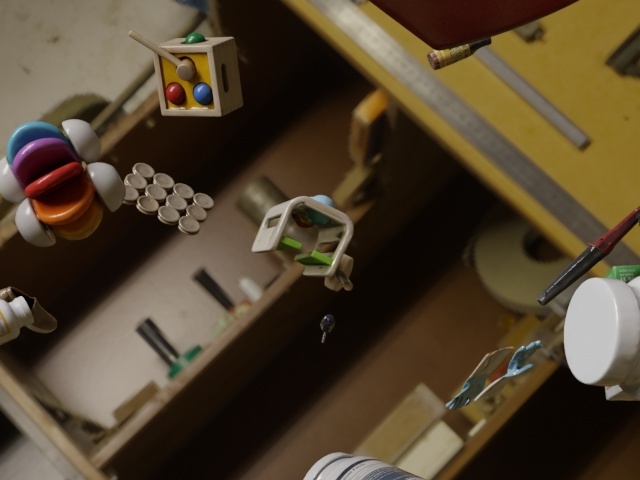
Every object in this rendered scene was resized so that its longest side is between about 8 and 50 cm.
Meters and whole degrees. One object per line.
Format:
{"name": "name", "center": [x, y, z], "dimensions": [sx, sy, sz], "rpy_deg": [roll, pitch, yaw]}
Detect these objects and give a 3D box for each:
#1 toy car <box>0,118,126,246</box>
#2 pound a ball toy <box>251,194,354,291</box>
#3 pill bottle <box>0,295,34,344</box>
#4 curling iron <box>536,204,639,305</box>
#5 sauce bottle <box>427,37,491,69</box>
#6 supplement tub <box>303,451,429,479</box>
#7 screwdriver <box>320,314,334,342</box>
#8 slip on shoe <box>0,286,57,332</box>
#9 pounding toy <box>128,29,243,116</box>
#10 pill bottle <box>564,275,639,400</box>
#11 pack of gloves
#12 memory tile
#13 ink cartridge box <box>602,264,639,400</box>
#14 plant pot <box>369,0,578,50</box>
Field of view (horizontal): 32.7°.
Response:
{"name": "toy car", "center": [-0.377, -0.092, 1.534], "dimensions": [0.159, 0.182, 0.136], "rpy_deg": [-30, -19, -3]}
{"name": "pound a ball toy", "center": [0.000, 0.000, 2.051], "dimensions": [0.136, 0.208, 0.319], "rpy_deg": [-66, 9, -5]}
{"name": "pill bottle", "center": [-0.333, 0.087, 1.095], "dimensions": [0.083, 0.043, 0.043], "rpy_deg": [-25, -19, -24]}
{"name": "curling iron", "center": [0.453, 0.010, 1.749], "dimensions": [0.274, 0.035, 0.068], "rpy_deg": [-37, -1, -4]}
{"name": "sauce bottle", "center": [0.274, -0.376, 2.144], "dimensions": [0.128, 0.042, 0.042], "rpy_deg": [-25, -14, -5]}
{"name": "supplement tub", "center": [0.107, 0.484, 1.879], "dimensions": [0.191, 0.191, 0.272], "rpy_deg": [-39, 31, -30]}
{"name": "screwdriver", "center": [0.008, 0.161, 1.887], "dimensions": [0.170, 0.024, 0.025], "rpy_deg": [101, 180, -67]}
{"name": "slip on shoe", "center": [-0.520, 0.122, 1.952], "dimensions": [0.041, 0.051, 0.135], "rpy_deg": [-36, -51, 19]}
{"name": "pounding toy", "center": [-0.207, -0.265, 1.687], "dimensions": [0.100, 0.130, 0.141], "rpy_deg": [-40, -51, -57]}
{"name": "pill bottle", "center": [0.459, 0.125, 1.362], "dimensions": [0.162, 0.278, 0.162], "rpy_deg": [-173, 90, -75]}
{"name": "pack of gloves", "center": [0.394, 0.313, 2.425], "dimensions": [0.195, 0.046, 0.232], "rpy_deg": [-13, -33, -37]}
{"name": "memory tile", "center": [-0.251, -0.067, 1.772], "dimensions": [0.012, 0.148, 0.113], "rpy_deg": [-58, 7, 35]}
{"name": "ink cartridge box", "center": [0.533, 0.160, 1.854], "dimensions": [0.086, 0.209, 0.153], "rpy_deg": [-2, -18, 0]}
{"name": "plant pot", "center": [0.175, -0.407, 1.401], "dimensions": [0.235, 0.267, 0.267], "rpy_deg": [-35, 35, 41]}
